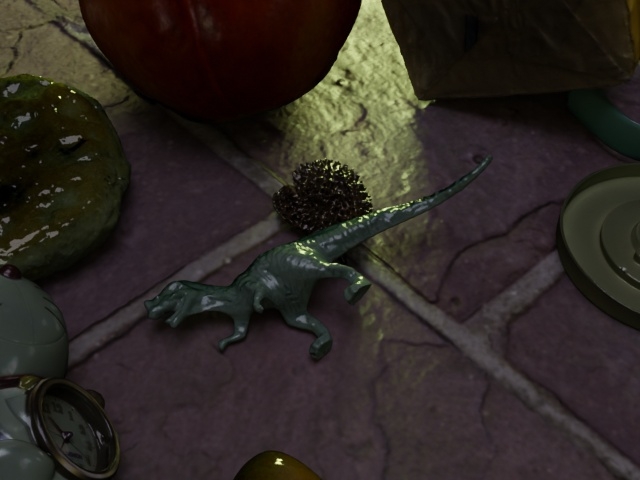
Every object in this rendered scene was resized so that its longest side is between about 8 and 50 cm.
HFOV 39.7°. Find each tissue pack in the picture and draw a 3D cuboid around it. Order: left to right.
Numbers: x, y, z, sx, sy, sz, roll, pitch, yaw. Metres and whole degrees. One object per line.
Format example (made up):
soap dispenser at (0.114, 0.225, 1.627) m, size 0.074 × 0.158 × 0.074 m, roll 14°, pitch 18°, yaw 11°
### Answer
tissue pack at (0.274, -0.371, 1.111) m, size 0.293 × 0.228 × 0.382 m, roll 2°, pitch 45°, yaw 32°

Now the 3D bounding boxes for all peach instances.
peach at (-0.120, -0.329, 1.020) m, size 0.370 × 0.370 × 0.370 m, roll 1°, pitch 49°, yaw -1°

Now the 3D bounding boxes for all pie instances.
pie at (-0.362, -0.068, 0.979) m, size 0.323 × 0.071 × 0.323 m, roll -1°, pitch 49°, yaw 1°

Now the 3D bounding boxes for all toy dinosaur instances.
toy dinosaur at (0.021, 0.039, 0.884) m, size 0.382 × 0.076 × 0.129 m, roll -18°, pitch 64°, yaw -11°

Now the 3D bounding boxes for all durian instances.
durian at (0.008, -0.040, 0.962) m, size 0.110 × 0.071 × 0.140 m, roll -13°, pitch 56°, yaw -12°

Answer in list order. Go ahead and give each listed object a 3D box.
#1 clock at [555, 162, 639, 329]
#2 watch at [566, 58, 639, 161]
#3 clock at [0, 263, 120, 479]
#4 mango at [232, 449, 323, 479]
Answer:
clock at (0.374, 0.004, 0.953) m, size 0.234 × 0.029 × 0.235 m, roll 1°, pitch 49°, yaw -1°
watch at (0.410, -0.183, 1.098) m, size 0.195 × 0.068 × 0.237 m, roll 23°, pitch 49°, yaw 15°
clock at (-0.279, 0.130, 0.750) m, size 0.146 × 0.199 × 0.243 m, roll -41°, pitch 55°, yaw 15°
mango at (0.024, 0.268, 0.664) m, size 0.133 × 0.111 × 0.267 m, roll -31°, pitch 53°, yaw -23°
